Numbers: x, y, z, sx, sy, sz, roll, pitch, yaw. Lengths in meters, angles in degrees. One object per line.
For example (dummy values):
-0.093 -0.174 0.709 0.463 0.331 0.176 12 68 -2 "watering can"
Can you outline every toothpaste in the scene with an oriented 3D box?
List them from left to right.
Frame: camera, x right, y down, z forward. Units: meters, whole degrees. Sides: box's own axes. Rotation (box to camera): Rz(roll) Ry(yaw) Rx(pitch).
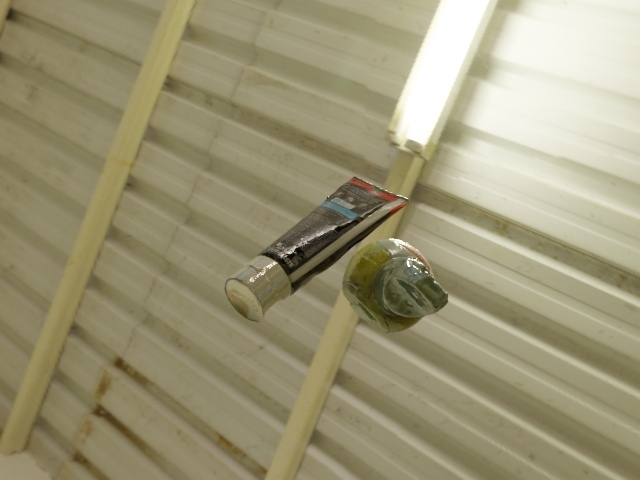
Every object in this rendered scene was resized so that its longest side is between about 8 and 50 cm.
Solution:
0.000 0.000 0.611 0.071 0.193 0.045 25 -41 31 "toothpaste"

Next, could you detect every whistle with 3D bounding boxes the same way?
0.101 0.051 0.822 0.122 0.223 0.123 1 -94 -14 "whistle"
